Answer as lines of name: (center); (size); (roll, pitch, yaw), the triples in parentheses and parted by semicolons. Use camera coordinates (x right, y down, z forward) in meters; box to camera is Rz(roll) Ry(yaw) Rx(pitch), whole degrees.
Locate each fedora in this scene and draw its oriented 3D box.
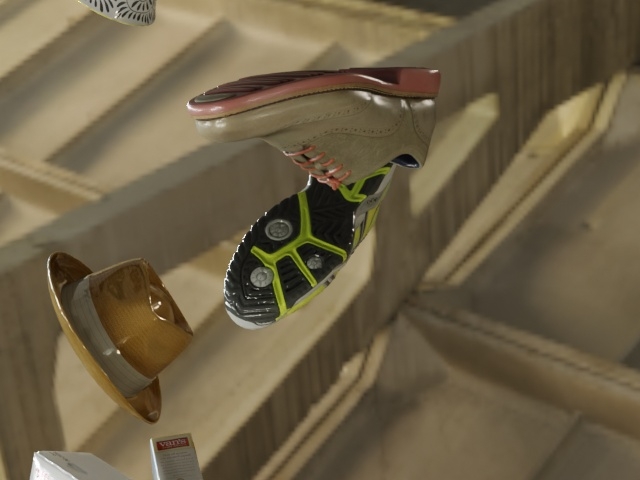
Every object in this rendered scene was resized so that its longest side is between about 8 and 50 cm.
fedora: (-0.170, 0.072, 1.257); (0.079, 0.194, 0.194); (-32, -152, 5)

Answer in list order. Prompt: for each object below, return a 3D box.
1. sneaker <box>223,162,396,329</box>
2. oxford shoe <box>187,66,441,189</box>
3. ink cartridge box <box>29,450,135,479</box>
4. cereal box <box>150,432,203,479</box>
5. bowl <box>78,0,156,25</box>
sneaker: (0.000, 0.000, 1.995); (0.145, 0.147, 0.385); (27, -125, 20)
oxford shoe: (0.009, -0.115, 1.466); (0.348, 0.130, 0.123); (-9, -169, -42)
ink cartridge box: (-0.343, 0.433, 1.952); (0.100, 0.237, 0.172); (6, -173, -40)
cereal box: (-0.112, 0.312, 1.249); (0.047, 0.173, 0.240); (-7, -149, -10)
bowl: (-0.294, -0.387, 1.986); (0.170, 0.080, 0.170); (28, -155, -14)
